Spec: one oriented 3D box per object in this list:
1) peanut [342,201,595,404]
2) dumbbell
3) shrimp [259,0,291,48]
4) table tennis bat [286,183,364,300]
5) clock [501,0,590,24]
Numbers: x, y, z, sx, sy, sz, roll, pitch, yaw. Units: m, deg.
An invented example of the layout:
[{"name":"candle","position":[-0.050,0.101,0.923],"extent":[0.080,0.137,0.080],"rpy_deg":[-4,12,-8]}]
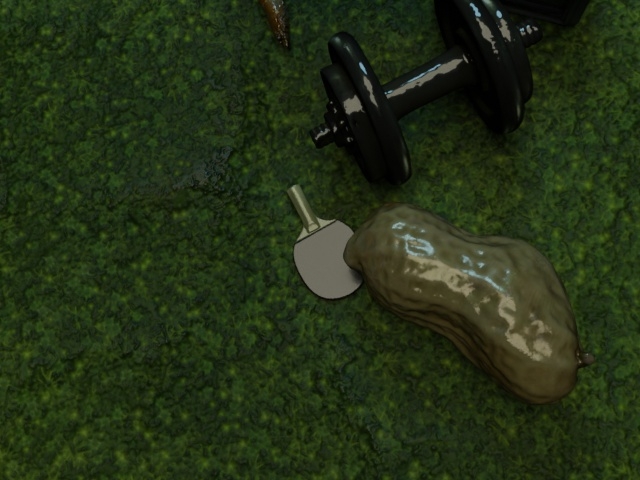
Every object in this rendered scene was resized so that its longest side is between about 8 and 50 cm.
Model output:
[{"name":"peanut","position":[0.173,0.056,0.867],"extent":[0.291,0.143,0.159],"rpy_deg":[34,51,17]},{"name":"dumbbell","position":[0.119,-0.182,0.888],"extent":[0.289,0.192,0.192],"rpy_deg":[-26,78,2]},{"name":"shrimp","position":[-0.038,-0.311,1.014],"extent":[0.091,0.025,0.127],"rpy_deg":[-9,76,4]},{"name":"table tennis bat","position":[0.000,0.000,0.958],"extent":[0.087,0.013,0.157],"rpy_deg":[-27,78,2]},{"name":"clock","position":[0.232,-0.328,0.922],"extent":[0.193,0.144,0.073],"rpy_deg":[17,94,10]}]
